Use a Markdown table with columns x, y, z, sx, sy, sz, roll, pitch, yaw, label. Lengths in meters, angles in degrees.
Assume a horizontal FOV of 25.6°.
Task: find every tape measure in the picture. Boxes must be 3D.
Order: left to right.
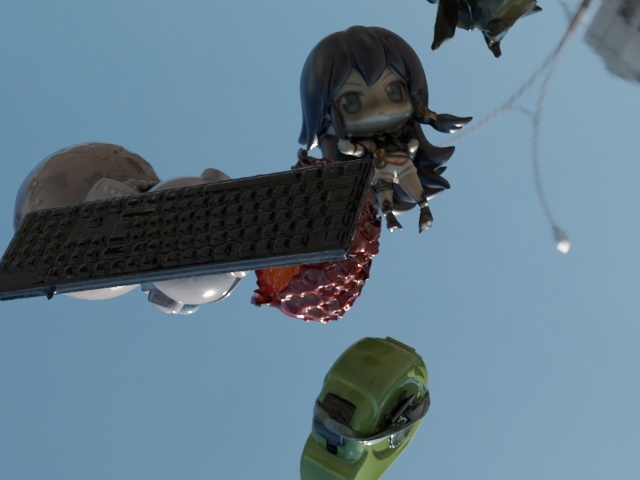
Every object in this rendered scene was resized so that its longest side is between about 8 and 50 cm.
| x | y | z | sx | sy | sz | roll | pitch | yaw | label |
| --- | --- | --- | --- | --- | --- | --- | --- | --- | --- |
| 0.061 | 0.202 | 1.660 | 0.106 | 0.175 | 0.200 | 27 | -131 | 30 | tape measure |

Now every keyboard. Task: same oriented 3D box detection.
| x | y | z | sx | sy | sz | roll | pitch | yaw | label |
| --- | --- | --- | --- | --- | --- | --- | --- | --- | --- |
| -0.109 | -0.004 | 1.038 | 0.310 | 0.018 | 0.101 | -7 | -137 | 26 | keyboard |

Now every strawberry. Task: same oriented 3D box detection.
| x | y | z | sx | sy | sz | roll | pitch | yaw | label |
| --- | --- | --- | --- | --- | --- | --- | --- | --- | --- |
| 0.000 | 0.000 | 1.168 | 0.086 | 0.145 | 0.145 | 17 | -152 | -13 | strawberry |

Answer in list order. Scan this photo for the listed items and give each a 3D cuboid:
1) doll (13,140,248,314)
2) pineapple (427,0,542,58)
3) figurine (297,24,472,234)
| x | y | z | sx | sy | sz | roll | pitch | yaw | label |
| --- | --- | --- | --- | --- | --- | --- | --- | --- | --- |
| -0.154 | -0.010 | 1.194 | 0.151 | 0.151 | 0.287 | 4 | -177 | -36 | doll |
| 0.066 | -0.228 | 0.936 | 0.128 | 0.128 | 0.248 | 6 | -140 | -33 | pineapple |
| 0.064 | -0.138 | 1.787 | 0.175 | 0.265 | 0.197 | -2 | 180 | -34 | figurine |
